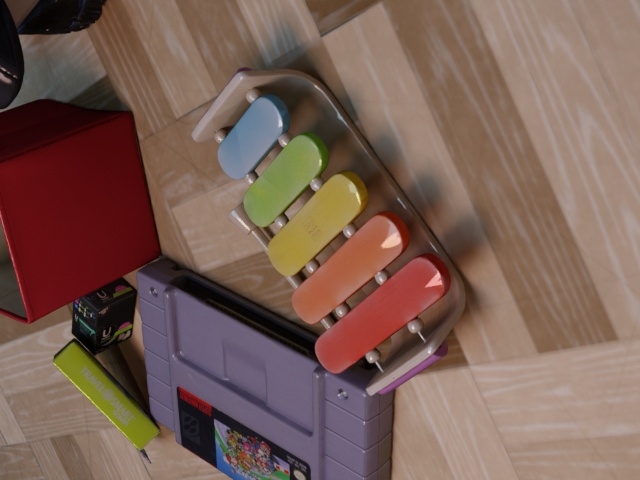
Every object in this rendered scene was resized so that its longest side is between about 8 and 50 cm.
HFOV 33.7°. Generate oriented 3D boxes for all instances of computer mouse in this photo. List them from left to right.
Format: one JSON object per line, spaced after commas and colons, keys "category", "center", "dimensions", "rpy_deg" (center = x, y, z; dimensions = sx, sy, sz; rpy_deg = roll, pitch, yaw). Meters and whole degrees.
{"category": "computer mouse", "center": [-0.391, -0.244, 1.094], "dimensions": [0.184, 0.060, 0.262], "rpy_deg": [-25, 80, 49]}

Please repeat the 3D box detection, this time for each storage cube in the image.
{"category": "storage cube", "center": [-0.328, -0.041, 1.223], "dimensions": [0.184, 0.193, 0.215], "rpy_deg": [13, 121, 41]}

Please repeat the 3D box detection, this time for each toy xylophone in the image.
{"category": "toy xylophone", "center": [0.000, 0.000, 0.996], "dimensions": [0.322, 0.081, 0.236], "rpy_deg": [50, 139, 13]}

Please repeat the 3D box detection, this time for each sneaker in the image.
{"category": "sneaker", "center": [-0.269, -0.288, 1.124], "dimensions": [0.221, 0.083, 0.087], "rpy_deg": [-33, 72, 47]}

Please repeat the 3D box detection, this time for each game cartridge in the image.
{"category": "game cartridge", "center": [-0.073, 0.183, 1.194], "dimensions": [0.355, 0.068, 0.230], "rpy_deg": [23, 123, 36]}

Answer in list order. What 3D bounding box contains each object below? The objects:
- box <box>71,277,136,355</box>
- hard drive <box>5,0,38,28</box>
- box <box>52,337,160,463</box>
{"category": "box", "center": [-0.276, 0.092, 1.343], "dimensions": [0.052, 0.062, 0.083], "rpy_deg": [38, 134, 27]}
{"category": "hard drive", "center": [-0.404, -0.385, 1.158], "dimensions": [0.233, 0.047, 0.353], "rpy_deg": [-28, 78, 49]}
{"category": "box", "center": [-0.270, 0.204, 1.361], "dimensions": [0.178, 0.042, 0.109], "rpy_deg": [48, 169, -7]}
